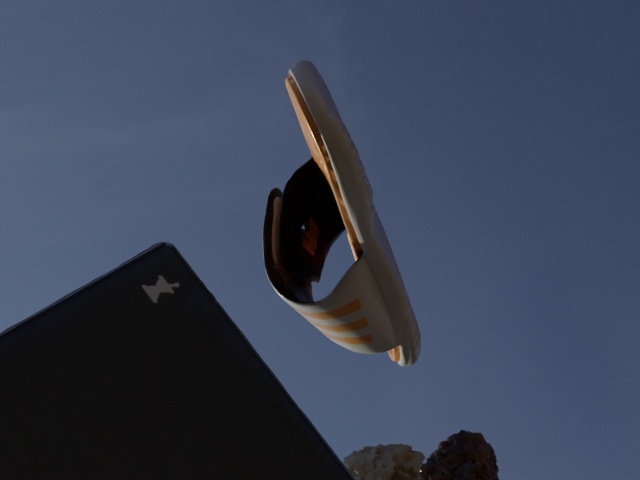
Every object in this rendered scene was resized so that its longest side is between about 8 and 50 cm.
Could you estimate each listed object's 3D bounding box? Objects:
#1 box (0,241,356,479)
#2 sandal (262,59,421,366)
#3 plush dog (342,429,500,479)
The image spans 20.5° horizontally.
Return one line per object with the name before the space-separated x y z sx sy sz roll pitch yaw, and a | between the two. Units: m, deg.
box | -0.078 0.213 0.943 0.182 0.296 0.294 -30 -23 -23
sandal | -0.003 -0.008 1.066 0.076 0.102 0.265 -22 -37 0
plush dog | 0.069 0.266 1.270 0.225 0.210 0.262 -31 -107 44
